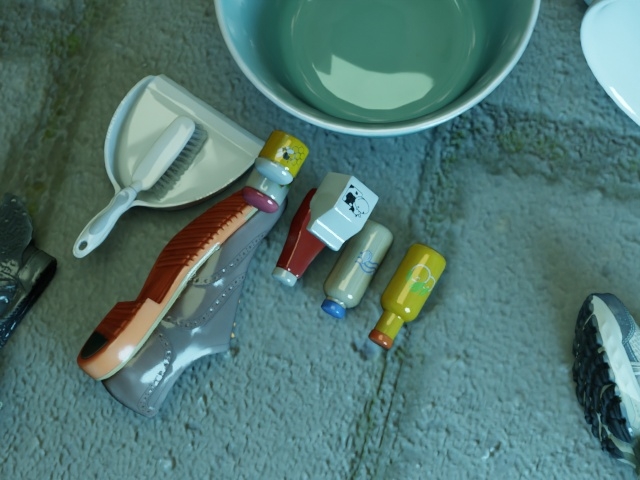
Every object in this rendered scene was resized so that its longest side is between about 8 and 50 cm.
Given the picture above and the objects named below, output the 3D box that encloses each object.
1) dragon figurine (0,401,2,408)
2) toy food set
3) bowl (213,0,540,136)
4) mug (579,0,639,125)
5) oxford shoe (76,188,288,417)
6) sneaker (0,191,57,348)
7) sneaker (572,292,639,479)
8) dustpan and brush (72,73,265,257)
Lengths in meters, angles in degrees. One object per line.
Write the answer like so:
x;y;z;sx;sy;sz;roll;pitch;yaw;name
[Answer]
-0.394;0.272;1.829;0.289;0.085;0.144;-29;73;-5;dragon figurine
0.000;0.000;1.853;0.111;0.232;0.104;12;68;53;toy food set
0.057;-0.222;1.910;0.311;0.163;0.311;-1;72;3;bowl
0.411;-0.268;1.869;0.374;0.276;0.328;21;67;41;mug
-0.114;0.051;1.892;0.098;0.097;0.271;47;73;-17;oxford shoe
-0.324;0.041;1.916;0.089;0.051;0.170;33;73;13;sneaker
0.326;0.166;1.803;0.122;0.110;0.283;-15;61;-16;sneaker
-0.171;-0.060;1.929;0.147;0.060;0.211;34;78;13;dustpan and brush
